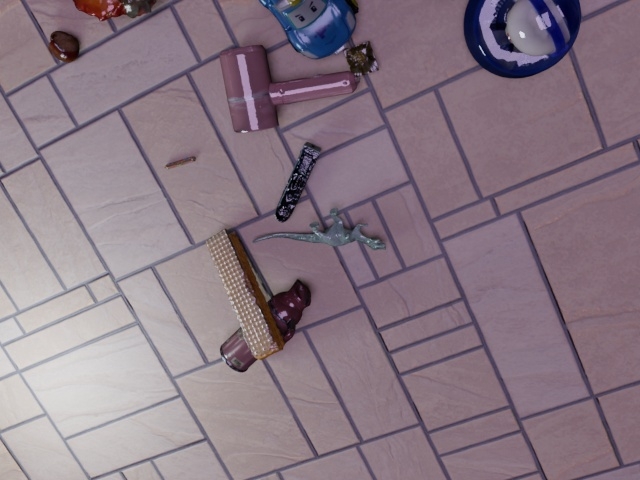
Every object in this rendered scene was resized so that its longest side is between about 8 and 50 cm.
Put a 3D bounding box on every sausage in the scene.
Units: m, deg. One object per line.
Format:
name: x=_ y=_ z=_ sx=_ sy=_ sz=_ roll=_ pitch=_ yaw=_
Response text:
sausage: x=-0.397 y=-0.219 z=1.826 sx=0.100 sy=0.015 sz=0.015 roll=-14 pitch=106 yaw=12

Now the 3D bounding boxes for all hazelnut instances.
hazelnut: x=-0.692 y=-0.520 z=1.734 sx=0.086 sy=0.086 sz=0.086 roll=2 pitch=109 yaw=7

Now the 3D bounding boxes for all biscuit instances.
biscuit: x=-0.217 y=0.154 z=1.839 sx=0.094 sy=0.054 sz=0.379 roll=-29 pitch=80 yaw=22

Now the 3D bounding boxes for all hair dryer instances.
hair dryer: x=-0.073 y=-0.409 z=1.662 sx=0.352 sy=0.125 sz=0.210 roll=-7 pitch=106 yaw=9

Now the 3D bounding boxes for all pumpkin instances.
pumpkin: x=0.104 y=-0.464 z=1.656 sx=0.074 sy=0.054 sz=0.083 roll=-20 pitch=101 yaw=8

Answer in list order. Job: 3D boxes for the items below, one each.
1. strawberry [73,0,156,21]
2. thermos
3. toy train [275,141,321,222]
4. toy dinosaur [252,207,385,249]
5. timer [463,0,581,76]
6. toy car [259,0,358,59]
strawberry: x=-0.540 y=-0.709 z=1.620 sx=0.336 sy=0.149 sz=0.265 roll=33 pitch=117 yaw=7
thermos: x=-0.151 y=0.253 z=1.890 sx=0.109 sy=0.136 sz=0.330 roll=42 pitch=109 yaw=-12
toy train: x=-0.066 y=-0.157 z=1.785 sx=0.052 sy=0.051 sz=0.234 roll=25 pitch=114 yaw=-1
toy dinosaur: x=-0.005 y=-0.036 z=1.802 sx=0.382 sy=0.076 sz=0.129 roll=9 pitch=134 yaw=12
timer: x=0.469 y=-0.482 z=1.426 sx=0.270 sy=0.383 sz=0.270 roll=2 pitch=109 yaw=6
toy car: x=-0.044 y=-0.591 z=1.577 sx=0.198 sy=0.166 sz=0.314 roll=-33 pitch=102 yaw=20
